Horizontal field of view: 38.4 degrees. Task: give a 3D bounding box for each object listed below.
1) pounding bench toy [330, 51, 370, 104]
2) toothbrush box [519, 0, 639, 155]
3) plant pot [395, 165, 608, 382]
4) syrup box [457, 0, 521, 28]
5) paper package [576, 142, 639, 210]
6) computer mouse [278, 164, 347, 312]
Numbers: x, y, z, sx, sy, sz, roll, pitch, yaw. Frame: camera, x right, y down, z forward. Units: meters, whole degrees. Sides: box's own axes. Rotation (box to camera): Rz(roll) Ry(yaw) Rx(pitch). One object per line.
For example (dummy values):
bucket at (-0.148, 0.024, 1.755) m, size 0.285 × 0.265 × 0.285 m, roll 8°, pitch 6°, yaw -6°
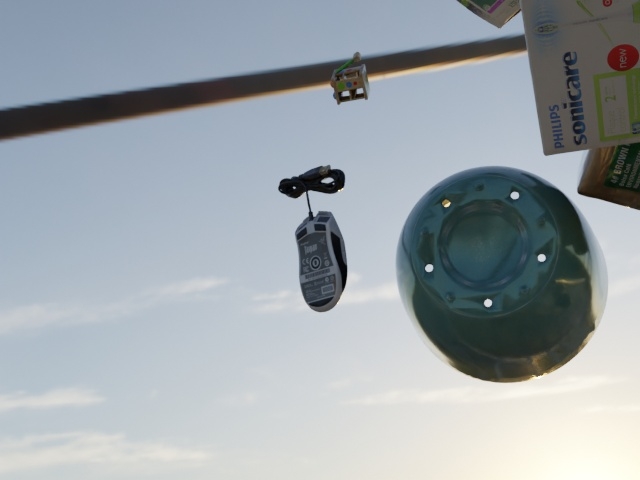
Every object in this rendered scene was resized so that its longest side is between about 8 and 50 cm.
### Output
pounding bench toy at (0.049, -0.298, 1.674) m, size 0.065 × 0.052 × 0.083 m, roll -8°, pitch -62°, yaw 13°
toothbrush box at (0.352, -0.219, 0.926) m, size 0.283 × 0.122 × 0.206 m, roll -6°, pitch -51°, yaw 16°
plant pot at (0.232, 0.033, 1.224) m, size 0.293 × 0.293 × 0.235 m, roll -13°, pitch -17°, yaw 13°
syrup box at (0.302, -0.455, 1.421) m, size 0.096 × 0.237 × 0.093 m, roll 31°, pitch -25°, yaw -10°
paper package at (0.456, -0.208, 1.189) m, size 0.168 × 0.325 × 0.309 m, roll 17°, pitch 14°, yaw 14°
computer mouse at (0.000, 0.000, 1.205) m, size 0.106 × 0.193 × 0.042 m, roll -16°, pitch -15°, yaw 36°
